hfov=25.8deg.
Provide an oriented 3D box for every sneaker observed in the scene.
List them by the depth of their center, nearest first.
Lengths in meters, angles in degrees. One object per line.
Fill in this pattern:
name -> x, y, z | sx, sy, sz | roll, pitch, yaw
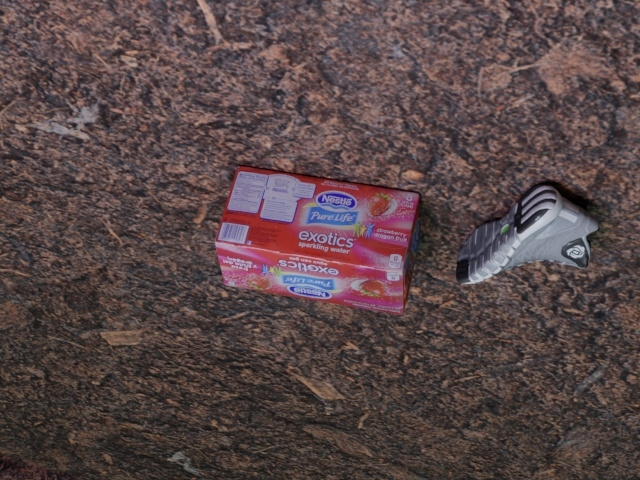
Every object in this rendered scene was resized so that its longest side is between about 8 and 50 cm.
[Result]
sneaker -> 0.281, 0.018, 1.829 | 0.132, 0.086, 0.229 | 22, 149, -18

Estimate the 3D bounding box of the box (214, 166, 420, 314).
box -> 0.000, 0.000, 1.874 | 0.257, 0.128, 0.122 | 9, 150, 9
